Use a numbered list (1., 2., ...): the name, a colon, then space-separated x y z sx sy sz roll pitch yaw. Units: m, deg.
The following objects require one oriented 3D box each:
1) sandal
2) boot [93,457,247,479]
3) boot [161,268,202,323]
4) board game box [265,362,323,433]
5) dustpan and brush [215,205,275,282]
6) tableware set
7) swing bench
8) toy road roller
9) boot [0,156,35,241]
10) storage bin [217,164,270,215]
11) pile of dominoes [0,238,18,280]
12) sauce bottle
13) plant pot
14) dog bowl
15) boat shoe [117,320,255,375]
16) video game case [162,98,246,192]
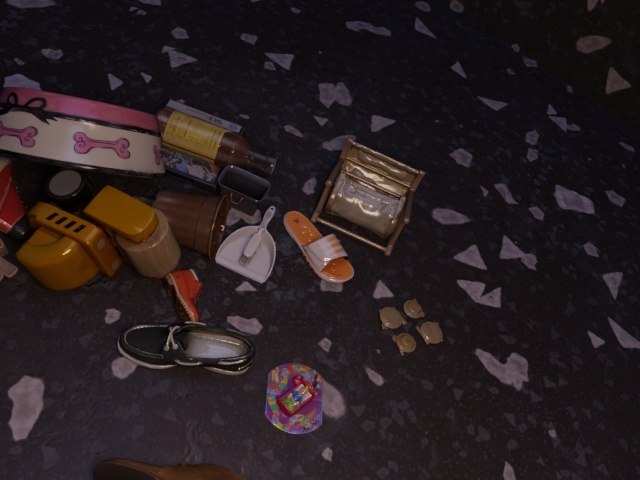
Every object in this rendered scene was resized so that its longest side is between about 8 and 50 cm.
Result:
1. sandal: -0.008 0.004 1.552 0.102 0.076 0.265 -29 68 -34
2. boot: -0.280 0.478 1.100 0.305 0.112 0.115 18 19 0
3. boot: -0.312 0.132 1.360 0.085 0.059 0.158 -13 58 -33
4. board game box: -0.054 0.351 1.298 0.133 0.033 0.168 12 51 -11
5. dustpan and brush: -0.169 -0.006 1.512 0.147 0.060 0.211 25 50 0
6. tableware set: 0.238 0.226 1.509 0.169 0.020 0.141 -14 62 -29
7. swing bench: 0.140 -0.132 1.659 0.253 0.165 0.254 25 44 1
8. toy road roller: -0.509 0.013 1.279 0.330 0.202 0.240 23 63 14
9. boot: -0.741 -0.095 1.374 0.176 0.088 0.244 36 21 -29
10. storage bin: -0.218 -0.126 1.566 0.135 0.091 0.098 23 50 -1
11. pile of dominoes: -0.822 0.068 1.253 0.251 0.040 0.196 -33 70 -27
12. sauce bottle: -0.291 -0.265 1.593 0.345 0.111 0.111 21 50 -6
13. plant pot: -0.333 -0.052 1.432 0.165 0.167 0.167 14 50 -1
14. dog bowl: -0.565 -0.253 1.345 0.408 0.150 0.408 9 7 -1
15. boat shoe: -0.295 0.227 1.267 0.303 0.091 0.114 7 56 -13
16. video game case: -0.377 -0.282 1.666 0.248 0.035 0.274 20 50 -4
